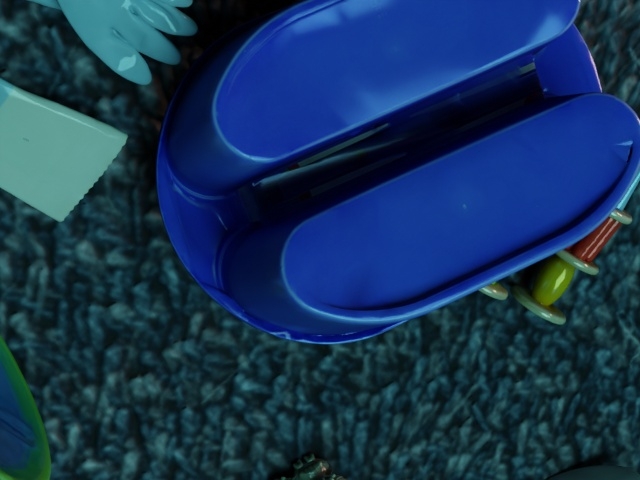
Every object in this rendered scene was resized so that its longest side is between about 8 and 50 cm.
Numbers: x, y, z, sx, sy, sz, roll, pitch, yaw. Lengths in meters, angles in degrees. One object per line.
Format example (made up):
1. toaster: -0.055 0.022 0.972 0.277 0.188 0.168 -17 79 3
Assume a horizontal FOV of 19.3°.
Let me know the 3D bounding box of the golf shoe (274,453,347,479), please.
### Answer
1. golf shoe: -0.048 0.254 1.526 0.176 0.069 0.086 -28 132 -10

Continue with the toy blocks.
1. toy blocks: 0.188 -0.017 1.500 0.123 0.054 0.148 23 105 -36

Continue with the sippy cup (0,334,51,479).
1. sippy cup: -0.330 0.121 1.215 0.224 0.240 0.305 -32 85 4

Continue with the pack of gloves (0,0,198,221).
1. pack of gloves: -0.211 -0.139 1.241 0.232 0.046 0.195 28 113 -33

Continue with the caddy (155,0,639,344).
1. caddy: 0.055 -0.069 1.310 0.341 0.179 0.241 -24 93 -13

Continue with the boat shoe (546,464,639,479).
1. boat shoe: 0.191 0.272 1.659 0.219 0.078 0.070 -26 126 -3
